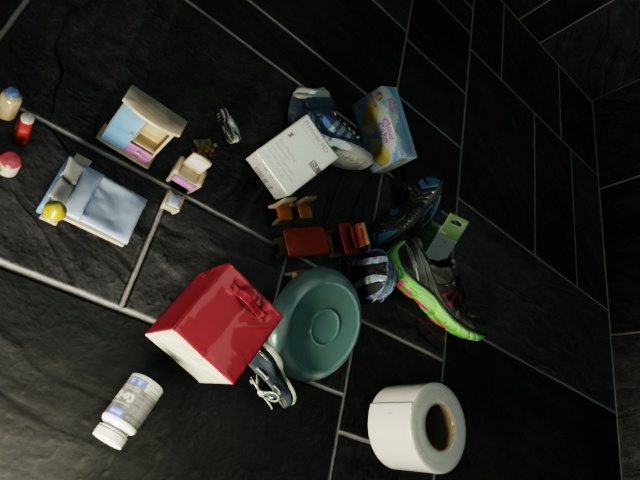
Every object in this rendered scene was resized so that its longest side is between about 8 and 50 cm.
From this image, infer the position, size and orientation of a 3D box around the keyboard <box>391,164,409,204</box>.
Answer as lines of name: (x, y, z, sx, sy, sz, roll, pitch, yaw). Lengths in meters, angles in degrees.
keyboard: (0.290, -0.195, 1.840, 0.100, 0.038, 0.191, 20, 60, -58)

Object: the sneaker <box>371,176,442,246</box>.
sneaker: (0.316, -0.073, 1.730, 0.341, 0.125, 0.139, -40, 130, -22)

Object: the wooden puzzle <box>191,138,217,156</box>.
wooden puzzle: (-0.315, -0.251, 1.364, 0.083, 0.006, 0.049, -16, 85, -42)

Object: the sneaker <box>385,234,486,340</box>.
sneaker: (0.418, 0.166, 1.679, 0.483, 0.185, 0.202, 43, 84, -22)

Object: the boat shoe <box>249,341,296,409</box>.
boat shoe: (-0.122, 0.338, 1.215, 0.079, 0.095, 0.254, -39, 142, -24)

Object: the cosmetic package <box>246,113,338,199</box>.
cosmetic package: (-0.082, -0.231, 1.414, 0.184, 0.151, 0.151, -40, 102, -14)

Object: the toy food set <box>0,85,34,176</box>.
toy food set: (-0.647, -0.228, 1.012, 0.111, 0.105, 0.232, 9, 69, -38)

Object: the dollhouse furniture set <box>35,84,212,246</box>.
dollhouse furniture set: (-0.408, -0.123, 1.113, 0.287, 0.198, 0.303, 32, 57, -27)

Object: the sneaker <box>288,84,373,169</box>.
sneaker: (0.044, -0.381, 1.625, 0.323, 0.130, 0.236, 15, 69, -29)

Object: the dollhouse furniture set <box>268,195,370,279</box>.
dollhouse furniture set: (0.000, 0.000, 1.450, 0.259, 0.135, 0.261, -6, 78, -41)

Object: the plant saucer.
plant saucer: (0.002, 0.231, 1.362, 0.318, 0.044, 0.317, -6, 99, -39)

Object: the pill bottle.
pill bottle: (-0.396, 0.350, 1.035, 0.078, 0.078, 0.137, 45, 51, -19)

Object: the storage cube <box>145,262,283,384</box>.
storage cube: (-0.240, 0.191, 1.136, 0.183, 0.215, 0.193, 48, 57, -17)

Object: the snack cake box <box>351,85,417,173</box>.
snack cake box: (0.222, -0.384, 1.761, 0.089, 0.152, 0.264, -9, 80, -41)

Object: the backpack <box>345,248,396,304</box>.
backpack: (0.164, 0.110, 1.524, 0.117, 0.173, 0.158, 21, 62, -33)

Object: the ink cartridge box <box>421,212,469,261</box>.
ink cartridge box: (0.418, -0.003, 1.769, 0.109, 0.062, 0.209, 20, 105, -34)

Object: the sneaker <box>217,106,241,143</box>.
sneaker: (-0.258, -0.325, 1.423, 0.044, 0.040, 0.108, -18, 90, -58)

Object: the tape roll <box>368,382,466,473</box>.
tape roll: (0.284, 0.545, 1.473, 0.246, 0.169, 0.245, 15, 66, -36)
